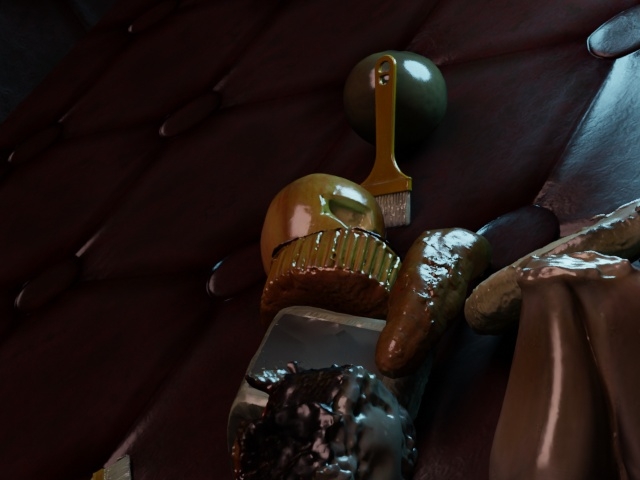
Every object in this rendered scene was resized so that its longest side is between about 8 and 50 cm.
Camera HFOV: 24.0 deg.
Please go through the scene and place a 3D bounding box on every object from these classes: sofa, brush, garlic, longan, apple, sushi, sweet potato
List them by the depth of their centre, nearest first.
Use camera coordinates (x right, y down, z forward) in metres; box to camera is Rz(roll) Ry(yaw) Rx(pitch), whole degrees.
[{"bbox_3d":[0.286,0.201,1.466,0.231,0.246,0.340,4,58,15],"label":"garlic"},{"bbox_3d":[-0.009,0.276,1.611,0.182,0.196,0.343,-10,52,23],"label":"sushi"},{"bbox_3d":[0.137,0.054,1.859,0.095,0.106,0.354,-13,16,30],"label":"sweet potato"},{"bbox_3d":[0.016,0.213,1.868,0.225,0.176,0.210,9,41,12],"label":"sofa"},{"bbox_3d":[-0.352,0.369,2.076,0.218,0.010,0.082,-30,28,8],"label":"brush"},{"bbox_3d":[0.000,0.000,2.139,0.199,0.199,0.199,-25,28,15],"label":"apple"},{"bbox_3d":[0.096,-0.149,2.266,0.103,0.013,0.272,-8,76,40],"label":"brush"},{"bbox_3d":[0.119,-0.228,2.389,0.167,0.167,0.187,-21,25,21],"label":"longan"}]

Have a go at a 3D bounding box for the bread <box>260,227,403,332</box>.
[{"bbox_3d":[0.019,0.082,1.963,0.199,0.199,0.104,-18,33,26],"label":"bread"}]

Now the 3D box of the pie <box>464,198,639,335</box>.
[{"bbox_3d":[0.302,0.025,1.764,0.337,0.075,0.337,-29,-4,-2],"label":"pie"}]

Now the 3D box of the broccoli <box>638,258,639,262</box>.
[{"bbox_3d":[0.352,0.081,1.629,0.154,0.160,0.167,-64,8,8],"label":"broccoli"}]
